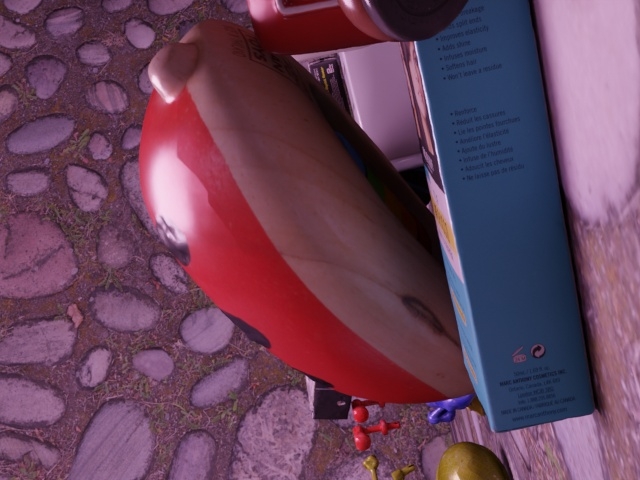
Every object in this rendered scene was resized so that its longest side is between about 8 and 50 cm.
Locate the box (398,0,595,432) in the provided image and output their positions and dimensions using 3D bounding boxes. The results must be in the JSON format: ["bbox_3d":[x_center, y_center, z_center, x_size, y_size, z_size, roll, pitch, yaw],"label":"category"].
[{"bbox_3d":[0.096,-0.024,0.461,0.100,0.060,0.244,-89,-14,-75],"label":"box"}]

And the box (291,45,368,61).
[{"bbox_3d":[0.006,-0.308,0.754,0.127,0.148,0.232,64,-167,-78],"label":"box"}]

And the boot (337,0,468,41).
[{"bbox_3d":[-0.045,-0.199,0.436,0.280,0.096,0.264,-13,89,52],"label":"boot"}]

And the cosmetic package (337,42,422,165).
[{"bbox_3d":[0.058,-0.273,0.979,0.284,0.097,0.377,-14,-89,-88],"label":"cosmetic package"}]

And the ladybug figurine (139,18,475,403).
[{"bbox_3d":[0.000,0.000,0.703,0.449,0.162,0.305,44,-164,-37],"label":"ladybug figurine"}]

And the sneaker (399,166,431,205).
[{"bbox_3d":[0.110,-0.147,1.211,0.081,0.080,0.211,-99,-4,-81],"label":"sneaker"}]

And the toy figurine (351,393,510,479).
[{"bbox_3d":[0.126,0.177,1.065,0.362,0.191,0.217,-98,-1,-55],"label":"toy figurine"}]

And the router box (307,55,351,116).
[{"bbox_3d":[0.017,-0.176,1.046,0.092,0.038,0.122,-86,-20,-75],"label":"router box"}]

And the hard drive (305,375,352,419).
[{"bbox_3d":[0.018,0.055,1.143,0.237,0.064,0.339,-97,11,-53],"label":"hard drive"}]

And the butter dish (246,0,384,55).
[{"bbox_3d":[0.029,-0.221,0.554,0.118,0.160,0.160,-45,-53,-57],"label":"butter dish"}]
